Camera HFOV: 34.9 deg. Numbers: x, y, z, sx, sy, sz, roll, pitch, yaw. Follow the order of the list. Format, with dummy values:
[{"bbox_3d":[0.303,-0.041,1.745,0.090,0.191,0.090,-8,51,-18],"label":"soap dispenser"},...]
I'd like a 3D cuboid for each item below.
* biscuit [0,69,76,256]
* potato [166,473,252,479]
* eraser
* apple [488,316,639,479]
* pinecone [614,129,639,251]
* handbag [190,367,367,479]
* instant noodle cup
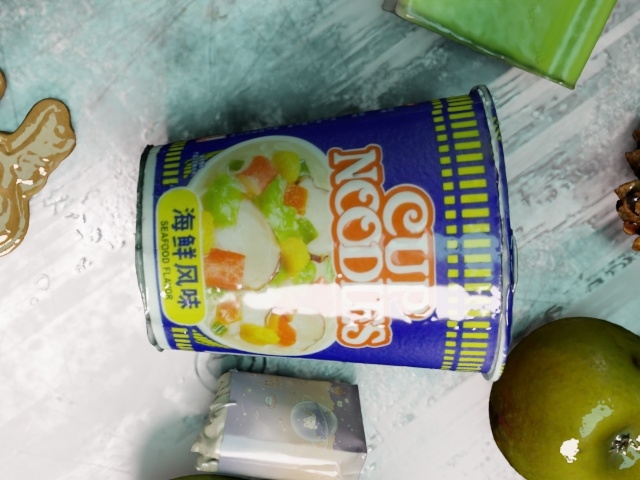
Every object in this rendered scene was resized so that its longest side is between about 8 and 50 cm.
[{"bbox_3d":[-0.343,-0.052,0.983,0.144,0.040,0.236,30,92,-8],"label":"biscuit"},{"bbox_3d":[-0.065,0.354,1.012,0.304,0.216,0.216,33,94,-21],"label":"potato"},{"bbox_3d":[0.210,-0.305,0.993,0.210,0.092,0.274,22,95,-13],"label":"eraser"},{"bbox_3d":[0.277,0.176,1.060,0.196,0.157,0.196,-4,109,-12],"label":"apple"},{"bbox_3d":[0.376,-0.057,1.036,0.174,0.173,0.173,-2,101,-9],"label":"pinecone"},{"bbox_3d":[-0.042,0.187,1.030,0.173,0.117,0.095,7,118,-8],"label":"handbag"},{"bbox_3d":[0.000,0.000,0.941,0.312,0.284,0.284,-2,101,0],"label":"instant noodle cup"}]
